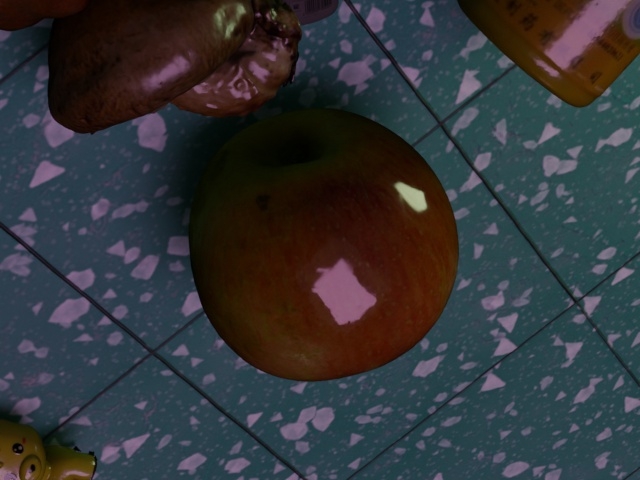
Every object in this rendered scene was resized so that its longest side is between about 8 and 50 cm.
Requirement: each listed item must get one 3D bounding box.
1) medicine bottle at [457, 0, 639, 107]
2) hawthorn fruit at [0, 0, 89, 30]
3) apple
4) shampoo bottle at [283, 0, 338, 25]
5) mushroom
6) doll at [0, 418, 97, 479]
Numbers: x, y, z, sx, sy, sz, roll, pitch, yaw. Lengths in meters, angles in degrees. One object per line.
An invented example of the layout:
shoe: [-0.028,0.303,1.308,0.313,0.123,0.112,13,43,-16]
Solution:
medicine bottle: [0.366,-0.366,2.003,0.384,0.224,0.224,-48,135,14]
hawthorn fruit: [-0.313,-0.341,1.660,0.208,0.208,0.248,-33,123,-1]
apple: [0.000,0.000,2.039,0.340,0.339,0.339,-16,133,-18]
shampoo bottle: [-0.020,-0.330,1.942,0.080,0.040,0.165,-18,134,-14]
mushroom: [-0.162,-0.224,1.809,0.283,0.263,0.195,-7,96,-13]
doll: [-0.411,0.294,2.210,0.221,0.135,0.143,20,83,-34]
